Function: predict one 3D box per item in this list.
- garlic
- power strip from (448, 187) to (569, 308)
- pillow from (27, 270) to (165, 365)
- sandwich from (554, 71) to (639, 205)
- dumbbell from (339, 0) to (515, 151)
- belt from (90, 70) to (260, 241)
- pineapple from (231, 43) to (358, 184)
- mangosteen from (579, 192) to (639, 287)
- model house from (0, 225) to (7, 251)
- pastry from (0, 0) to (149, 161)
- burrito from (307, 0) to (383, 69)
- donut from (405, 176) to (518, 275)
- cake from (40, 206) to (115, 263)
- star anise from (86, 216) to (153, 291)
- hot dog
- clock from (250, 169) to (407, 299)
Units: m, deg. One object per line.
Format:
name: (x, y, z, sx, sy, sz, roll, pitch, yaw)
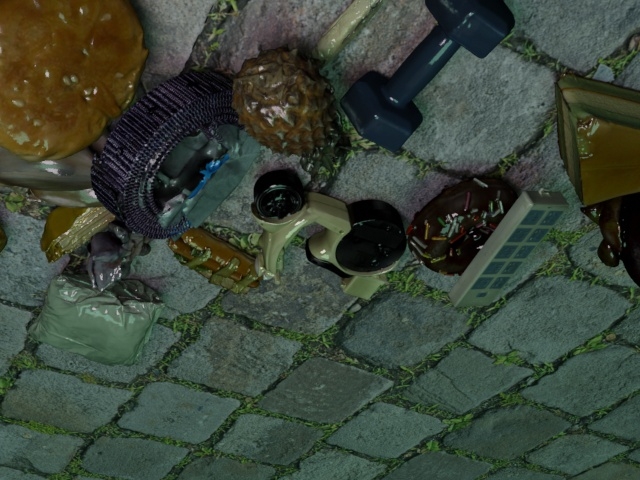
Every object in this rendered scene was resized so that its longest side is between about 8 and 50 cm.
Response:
garlic: (-0.481, -0.135, 1.332, 0.292, 0.210, 0.237, -3, 132, 13)
power strip: (0.389, 0.031, 1.528, 0.106, 0.043, 0.367, 0, 138, -26)
pillow: (-0.542, 0.190, 1.730, 0.284, 0.138, 0.310, 16, 137, -20)
sandwich: (0.561, -0.211, 1.348, 0.199, 0.155, 0.227, -15, 135, 11)
dumbbell: (0.178, -0.302, 1.229, 0.144, 0.156, 0.316, -5, 149, -46)
belt: (-0.244, -0.152, 1.280, 0.325, 0.122, 0.260, -47, 148, -11)
pineapple: (-0.038, -0.204, 1.280, 0.175, 0.174, 0.361, -11, 162, 8)
mangosteen: (0.719, -0.025, 1.485, 0.347, 0.306, 0.307, 5, 147, 36)
model house: (-0.757, -0.027, 1.451, 0.239, 0.173, 0.268, 27, 132, -28)
pastry: (-0.431, -0.289, 1.133, 0.284, 0.184, 0.315, 37, 85, -45)
burrito: (0.044, -0.365, 1.231, 0.185, 0.041, 0.045, -40, 85, 34)
donut: (0.315, -0.023, 1.543, 0.270, 0.103, 0.269, -13, 141, -11)
cake: (-0.518, -0.025, 1.518, 0.185, 0.116, 0.079, -6, 141, 10)
star anise: (-0.414, 0.005, 1.511, 0.093, 0.229, 0.236, 39, 118, 4)
hot dog: (-0.241, 0.047, 1.643, 0.270, 0.072, 0.109, 30, 126, -33)
clock: (0.000, 0.000, 1.575, 0.379, 0.120, 0.276, 16, 128, -21)
